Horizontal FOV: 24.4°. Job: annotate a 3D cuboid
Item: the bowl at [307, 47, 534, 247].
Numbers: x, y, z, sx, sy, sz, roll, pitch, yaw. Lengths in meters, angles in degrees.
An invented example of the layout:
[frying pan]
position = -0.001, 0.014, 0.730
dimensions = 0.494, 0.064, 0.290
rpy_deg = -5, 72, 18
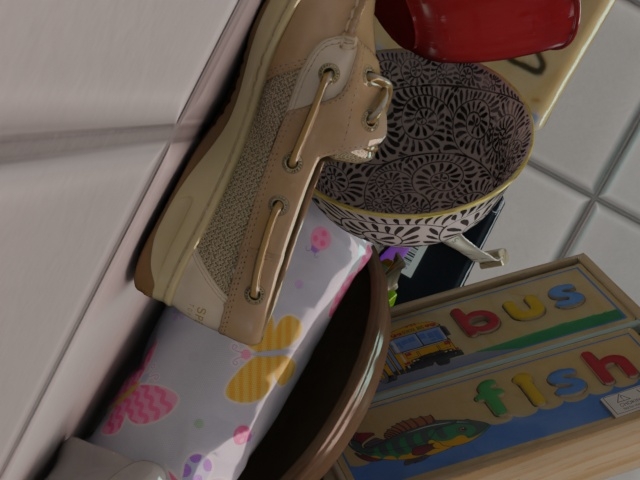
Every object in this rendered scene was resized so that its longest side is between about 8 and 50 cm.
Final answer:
[bowl]
position = 0.059, -0.048, 1.008
dimensions = 0.080, 0.170, 0.170
rpy_deg = 86, 28, -46

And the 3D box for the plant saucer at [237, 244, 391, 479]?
[plant saucer]
position = -0.042, 0.110, 1.146
dimensions = 0.278, 0.041, 0.278
rpy_deg = -38, -148, 29

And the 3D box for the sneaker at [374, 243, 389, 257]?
[sneaker]
position = 0.000, 0.000, 1.318
dimensions = 0.146, 0.122, 0.330
rpy_deg = -54, 177, -29

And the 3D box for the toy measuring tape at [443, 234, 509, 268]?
[toy measuring tape]
position = 0.125, -0.066, 1.758
dimensions = 0.330, 0.121, 0.121
rpy_deg = 27, 92, -46

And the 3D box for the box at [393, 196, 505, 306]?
[box]
position = 0.047, 0.104, 2.000
dimensions = 0.293, 0.212, 0.395
rpy_deg = -59, 176, -41

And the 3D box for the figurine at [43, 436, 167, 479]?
[figurine]
position = -0.196, 0.253, 0.938
dimensions = 0.209, 0.092, 0.215
rpy_deg = -48, 166, -55

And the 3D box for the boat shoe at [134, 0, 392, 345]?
[boat shoe]
position = -0.004, -0.082, 0.902
dimensions = 0.302, 0.098, 0.109
rpy_deg = -62, 176, 3

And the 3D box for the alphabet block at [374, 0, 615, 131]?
[alphabet block]
position = 0.151, -0.237, 1.167
dimensions = 0.197, 0.192, 0.193
rpy_deg = -63, 178, 35

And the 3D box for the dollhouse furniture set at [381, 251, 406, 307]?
[dollhouse furniture set]
position = 0.029, 0.050, 1.421
dimensions = 0.076, 0.058, 0.152
rpy_deg = -38, 164, -20

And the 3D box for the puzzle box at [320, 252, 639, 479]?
[puzzle box]
position = 0.098, 0.136, 1.256
dimensions = 0.272, 0.408, 0.052
rpy_deg = -125, -158, -61

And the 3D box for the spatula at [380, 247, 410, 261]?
[spatula]
position = 0.040, -0.041, 1.431
dimensions = 0.084, 0.030, 0.296
rpy_deg = -55, 145, -18

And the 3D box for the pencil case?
[pencil case]
position = -0.068, 0.073, 1.066
dimensions = 0.124, 0.113, 0.273
rpy_deg = 9, -113, 59

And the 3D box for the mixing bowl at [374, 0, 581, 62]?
[mixing bowl]
position = 0.082, -0.187, 0.985
dimensions = 0.098, 0.181, 0.181
rpy_deg = -28, 169, -9
